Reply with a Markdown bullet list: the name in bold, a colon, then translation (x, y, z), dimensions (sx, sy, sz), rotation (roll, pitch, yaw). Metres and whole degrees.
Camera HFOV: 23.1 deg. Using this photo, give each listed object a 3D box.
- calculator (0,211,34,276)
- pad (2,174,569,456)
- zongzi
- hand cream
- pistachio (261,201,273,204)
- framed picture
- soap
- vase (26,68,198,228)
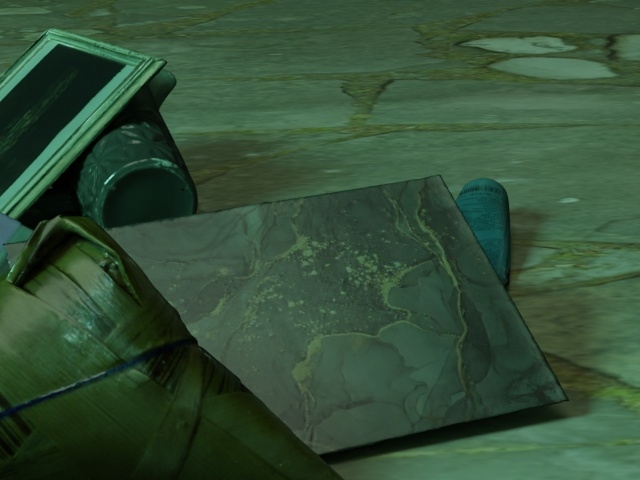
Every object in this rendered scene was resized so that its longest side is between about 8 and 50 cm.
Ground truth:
- **calculator**: translation (-0.315, 0.010, 1.313), dimensions (0.246, 0.045, 0.141), rotation (29, 32, 0)
- **pad**: translation (-0.029, 0.060, 1.151), dimensions (0.367, 0.007, 0.248), rotation (-10, 49, -19)
- **zongzi**: translation (-0.148, 0.159, 0.970), dimensions (0.260, 0.289, 0.123), rotation (-41, -8, -19)
- **hand cream**: translation (0.149, -0.004, 1.494), dimensions (0.083, 0.048, 0.224), rotation (3, 25, 12)
- **pistachio**: translation (0.000, 0.000, 1.465), dimensions (0.089, 0.049, 0.173), rotation (13, 2, -44)
- **framed picture**: translation (-0.312, -0.101, 1.570), dimensions (0.293, 0.018, 0.231), rotation (-50, 39, -16)
- **soap**: translation (-0.023, 0.033, 1.289), dimensions (0.273, 0.098, 0.218), rotation (-7, 19, -18)
- **vase**: translation (-0.226, -0.081, 1.599), dimensions (0.251, 0.156, 0.301), rotation (-22, 29, -12)
